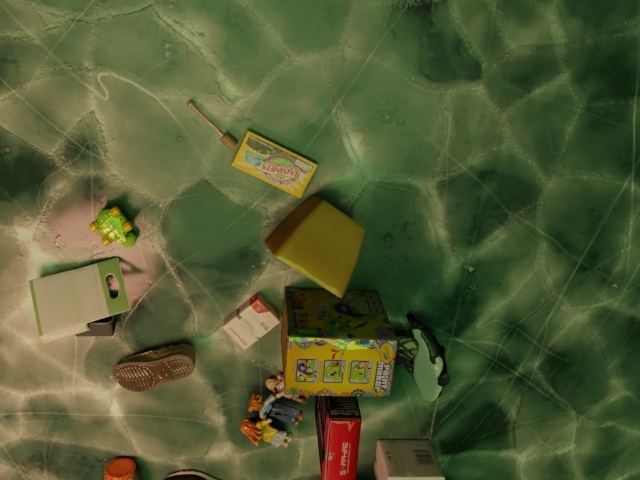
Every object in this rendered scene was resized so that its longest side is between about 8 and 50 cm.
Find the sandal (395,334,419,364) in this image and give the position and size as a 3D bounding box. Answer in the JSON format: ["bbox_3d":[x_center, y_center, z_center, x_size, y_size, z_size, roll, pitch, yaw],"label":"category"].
[{"bbox_3d":[0.196,0.342,1.823,0.219,0.060,0.090,-38,93,26],"label":"sandal"}]

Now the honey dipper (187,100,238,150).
[{"bbox_3d":[-0.278,-0.298,1.561,0.030,0.030,0.160,-43,104,10],"label":"honey dipper"}]

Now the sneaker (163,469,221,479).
[{"bbox_3d":[-0.362,0.812,1.909,0.283,0.124,0.107,16,107,-11],"label":"sneaker"}]

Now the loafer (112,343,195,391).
[{"bbox_3d":[-0.470,0.363,1.755,0.268,0.092,0.102,-12,107,16],"label":"loafer"}]

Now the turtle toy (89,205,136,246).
[{"bbox_3d":[-0.539,-0.033,1.611,0.095,0.066,0.130,-33,110,7],"label":"turtle toy"}]

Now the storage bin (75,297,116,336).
[{"bbox_3d":[-0.629,0.214,1.688,0.135,0.098,0.091,1,138,-6],"label":"storage bin"}]

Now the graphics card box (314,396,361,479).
[{"bbox_3d":[0.041,0.482,1.696,0.094,0.371,0.233,1,109,-6],"label":"graphics card box"}]

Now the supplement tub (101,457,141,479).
[{"bbox_3d":[-0.610,0.776,1.876,0.116,0.117,0.191,1,111,-6],"label":"supplement tub"}]

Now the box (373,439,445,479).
[{"bbox_3d":[0.273,0.728,1.910,0.181,0.181,0.119,2,109,-7],"label":"box"}]

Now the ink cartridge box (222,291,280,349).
[{"bbox_3d":[-0.198,0.230,1.746,0.135,0.056,0.099,-38,109,8],"label":"ink cartridge box"}]

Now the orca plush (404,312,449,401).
[{"bbox_3d":[0.328,0.342,1.844,0.151,0.102,0.287,-12,106,47],"label":"orca plush"}]

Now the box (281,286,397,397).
[{"bbox_3d":[0.038,0.268,1.659,0.279,0.290,0.177,3,110,-6],"label":"box"}]

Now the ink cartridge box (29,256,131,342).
[{"bbox_3d":[-0.637,0.156,1.625,0.235,0.171,0.056,-15,154,-17],"label":"ink cartridge box"}]

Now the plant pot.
[{"bbox_3d":[0.000,0.000,1.614,0.212,0.212,0.187,34,90,-16],"label":"plant pot"}]

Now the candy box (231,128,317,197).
[{"bbox_3d":[-0.120,-0.201,1.611,0.205,0.027,0.105,24,109,-13],"label":"candy box"}]

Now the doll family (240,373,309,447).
[{"bbox_3d":[-0.148,0.528,1.828,0.163,0.118,0.263,23,107,-13],"label":"doll family"}]
